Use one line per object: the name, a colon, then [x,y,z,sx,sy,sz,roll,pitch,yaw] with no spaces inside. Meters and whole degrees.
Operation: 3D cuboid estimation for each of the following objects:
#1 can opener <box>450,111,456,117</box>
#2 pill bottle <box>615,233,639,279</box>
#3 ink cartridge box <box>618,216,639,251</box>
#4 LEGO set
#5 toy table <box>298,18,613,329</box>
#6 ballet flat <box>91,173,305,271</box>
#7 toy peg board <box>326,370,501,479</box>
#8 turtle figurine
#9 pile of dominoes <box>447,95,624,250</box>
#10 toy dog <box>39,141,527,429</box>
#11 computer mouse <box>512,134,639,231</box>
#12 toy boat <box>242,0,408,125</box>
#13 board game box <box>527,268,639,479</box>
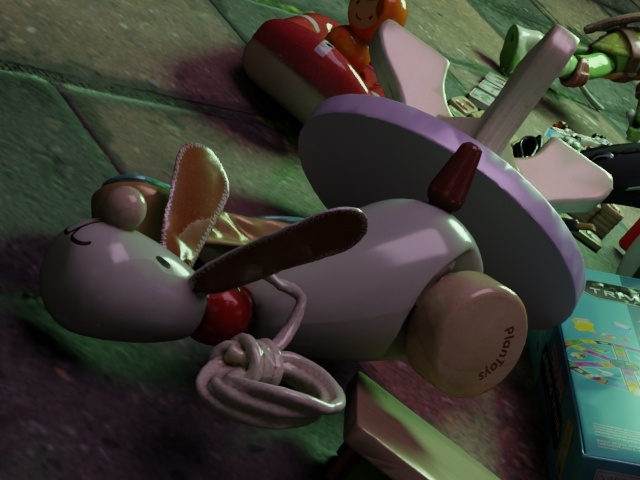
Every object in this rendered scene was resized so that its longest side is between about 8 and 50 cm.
can opener: [0.159,-0.081,1.669,0.059,0.073,0.186,-18,46,-19]
pill bottle: [0.477,0.114,1.603,0.188,0.188,0.334,10,36,-52]
ink cartridge box: [0.463,0.040,1.800,0.231,0.134,0.078,46,23,17]
LEGO set: [0.308,-0.134,2.034,0.244,0.060,0.182,30,21,5]
toy table: [0.128,-0.065,1.333,0.274,0.252,0.161,43,52,-14]
ballet flat: [-0.069,0.015,1.092,0.232,0.080,0.073,15,60,-43]
toy peg board: [0.063,0.177,0.985,0.161,0.079,0.160,38,6,-3]
turtle figurine: [0.395,-0.212,2.232,0.266,0.275,0.198,7,57,-22]
pile of dominoes: [0.260,-0.099,1.871,0.251,0.040,0.196,35,22,-13]
toy dog: [0.000,0.000,0.988,0.220,0.161,0.333,21,12,33]
computer mouse: [0.334,-0.065,1.718,0.262,0.060,0.184,12,34,12]
toy boat: [0.028,-0.190,1.513,0.151,0.151,0.231,40,21,6]
board game box: [0.318,0.145,1.301,0.253,0.079,0.336,11,25,-2]
